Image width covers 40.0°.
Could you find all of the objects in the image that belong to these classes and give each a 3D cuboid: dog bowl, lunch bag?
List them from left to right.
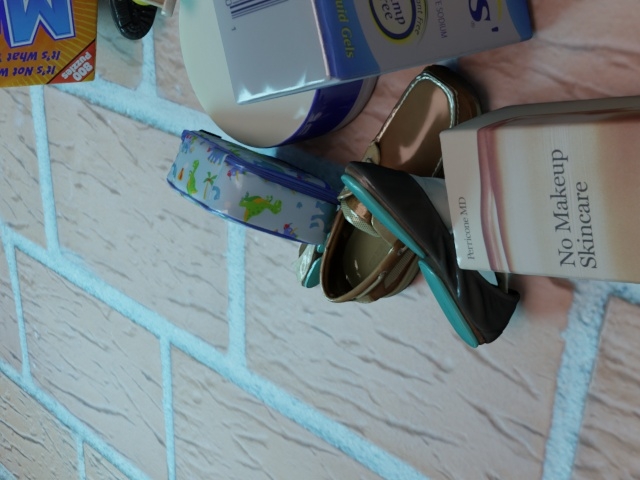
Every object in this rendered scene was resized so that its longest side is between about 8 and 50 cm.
[{"bbox_3d":[-0.084,-0.067,1.120,0.219,0.176,0.090,30,99,57],"label":"lunch bag"},{"bbox_3d":[-0.056,-0.250,1.085,0.265,0.104,0.264,21,121,40],"label":"dog bowl"}]

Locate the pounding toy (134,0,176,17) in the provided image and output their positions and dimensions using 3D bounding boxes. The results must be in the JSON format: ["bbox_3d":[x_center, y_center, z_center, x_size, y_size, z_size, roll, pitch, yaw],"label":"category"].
[{"bbox_3d":[-0.249,-0.393,1.152,0.269,0.155,0.154,-93,24,-49],"label":"pounding toy"}]

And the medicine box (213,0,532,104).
[{"bbox_3d":[0.041,-0.288,0.825,0.149,0.289,0.263,0,106,49],"label":"medicine box"}]

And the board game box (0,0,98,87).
[{"bbox_3d":[-0.555,-0.455,1.285,0.356,0.356,0.356,47,136,42],"label":"board game box"}]

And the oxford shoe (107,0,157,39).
[{"bbox_3d":[-0.293,-0.410,1.299,0.096,0.083,0.227,8,106,57],"label":"oxford shoe"}]

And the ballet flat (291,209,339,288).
[{"bbox_3d":[0.000,0.000,1.170,0.052,0.057,0.168,58,138,25],"label":"ballet flat"}]

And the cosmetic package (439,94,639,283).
[{"bbox_3d":[0.270,-0.049,0.804,0.296,0.129,0.153,2,109,47],"label":"cosmetic package"}]

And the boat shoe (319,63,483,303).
[{"bbox_3d":[0.084,-0.042,1.012,0.122,0.120,0.324,41,132,28],"label":"boat shoe"}]

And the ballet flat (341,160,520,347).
[{"bbox_3d":[0.129,-0.003,0.939,0.280,0.096,0.095,51,175,-31],"label":"ballet flat"}]
